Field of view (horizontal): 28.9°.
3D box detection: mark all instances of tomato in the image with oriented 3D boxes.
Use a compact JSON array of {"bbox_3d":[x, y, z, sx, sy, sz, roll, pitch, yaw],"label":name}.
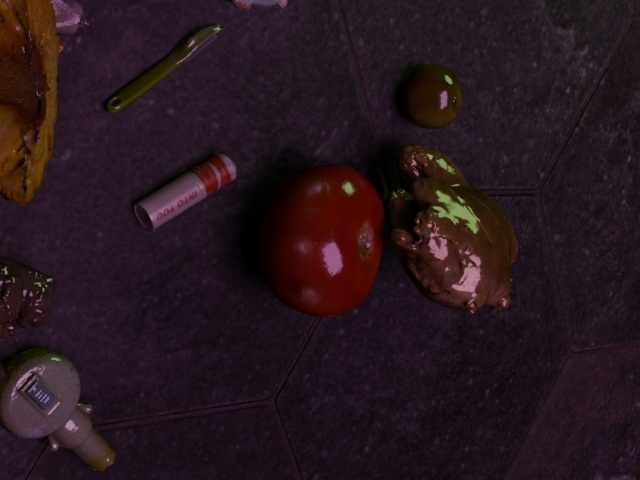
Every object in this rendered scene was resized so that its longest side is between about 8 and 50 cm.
[{"bbox_3d":[0.000,0.000,1.569,0.195,0.136,0.195,-12,103,-63],"label":"tomato"}]

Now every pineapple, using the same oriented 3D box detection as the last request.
[{"bbox_3d":[-0.342,-0.167,1.253,0.140,0.164,0.250,-70,157,-71],"label":"pineapple"}]

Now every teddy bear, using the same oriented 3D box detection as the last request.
[{"bbox_3d":[-0.373,0.099,1.286,0.177,0.140,0.190,-35,143,-87],"label":"teddy bear"}]

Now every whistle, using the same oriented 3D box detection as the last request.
[{"bbox_3d":[-0.299,0.205,1.433,0.104,0.057,0.198,-48,129,-18],"label":"whistle"}]

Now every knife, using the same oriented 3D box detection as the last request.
[{"bbox_3d":[-0.176,-0.202,1.430,0.184,0.022,0.026,-43,154,-25],"label":"knife"}]

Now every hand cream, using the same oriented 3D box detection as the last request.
[{"bbox_3d":[-0.314,-0.250,1.287,0.165,0.037,0.057,15,95,-37],"label":"hand cream"}]

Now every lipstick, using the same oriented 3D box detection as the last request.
[{"bbox_3d":[-0.160,-0.059,1.481,0.130,0.038,0.038,-35,125,-29],"label":"lipstick"}]

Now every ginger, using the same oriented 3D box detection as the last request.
[{"bbox_3d":[0.172,-0.013,1.713,0.236,0.375,0.166,37,94,1],"label":"ginger"}]

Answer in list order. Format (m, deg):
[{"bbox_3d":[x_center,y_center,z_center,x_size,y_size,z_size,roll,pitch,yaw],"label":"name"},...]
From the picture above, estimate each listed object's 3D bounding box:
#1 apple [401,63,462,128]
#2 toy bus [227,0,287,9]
[{"bbox_3d":[0.153,-0.196,1.695,0.089,0.074,0.090,-33,128,-56],"label":"apple"},{"bbox_3d":[-0.116,-0.350,1.263,0.133,0.276,0.165,10,109,-43],"label":"toy bus"}]
